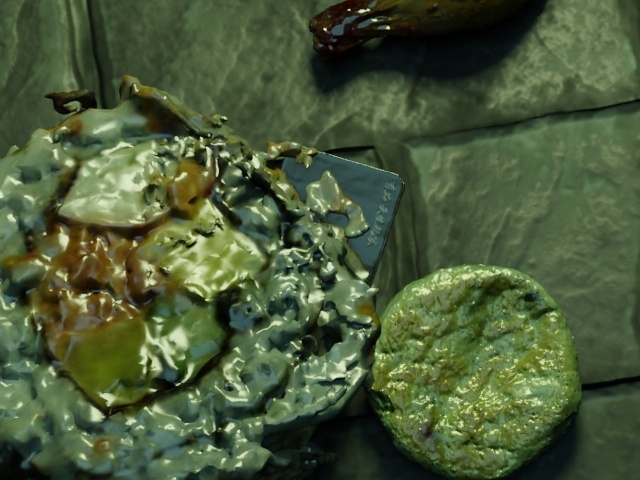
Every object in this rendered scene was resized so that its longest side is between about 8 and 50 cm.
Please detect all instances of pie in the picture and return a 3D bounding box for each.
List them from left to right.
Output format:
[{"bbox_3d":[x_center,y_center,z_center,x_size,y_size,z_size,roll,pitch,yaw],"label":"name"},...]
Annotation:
[{"bbox_3d":[0.127,0.111,1.342,0.187,0.041,0.186,-1,75,4],"label":"pie"}]

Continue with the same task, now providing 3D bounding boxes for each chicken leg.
[{"bbox_3d":[0.125,-0.275,1.436,0.177,0.083,0.322,22,76,19],"label":"chicken leg"}]

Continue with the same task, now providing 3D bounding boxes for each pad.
[{"bbox_3d":[0.000,0.000,1.403,0.112,0.003,0.157,17,77,9],"label":"pad"}]

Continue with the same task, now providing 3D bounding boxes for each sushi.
[{"bbox_3d":[-0.142,0.068,1.301,0.418,0.176,0.417,-4,62,8],"label":"sushi"}]
